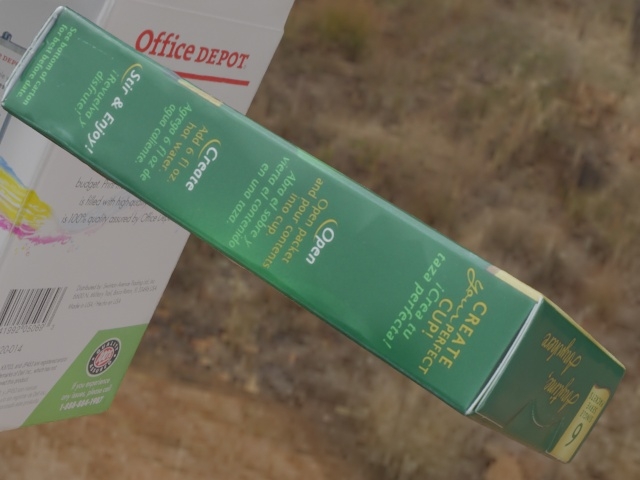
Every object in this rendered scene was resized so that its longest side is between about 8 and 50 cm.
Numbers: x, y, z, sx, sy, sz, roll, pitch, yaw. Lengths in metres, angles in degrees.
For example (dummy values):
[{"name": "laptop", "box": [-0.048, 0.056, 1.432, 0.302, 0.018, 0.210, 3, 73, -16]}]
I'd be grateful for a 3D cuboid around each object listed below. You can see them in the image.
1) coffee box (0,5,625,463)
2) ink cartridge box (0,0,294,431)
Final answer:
[{"name": "coffee box", "box": [0.000, 0.000, 0.552, 0.184, 0.040, 0.113, 32, -1, 27]}, {"name": "ink cartridge box", "box": [-0.150, -0.067, 1.060, 0.119, 0.353, 0.207, 31, 13, 21]}]
